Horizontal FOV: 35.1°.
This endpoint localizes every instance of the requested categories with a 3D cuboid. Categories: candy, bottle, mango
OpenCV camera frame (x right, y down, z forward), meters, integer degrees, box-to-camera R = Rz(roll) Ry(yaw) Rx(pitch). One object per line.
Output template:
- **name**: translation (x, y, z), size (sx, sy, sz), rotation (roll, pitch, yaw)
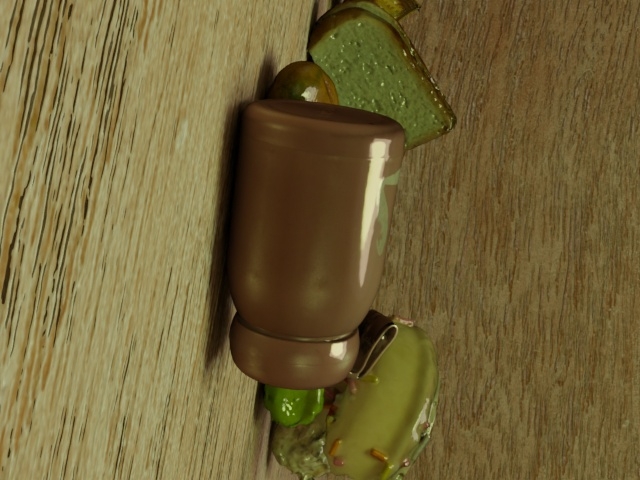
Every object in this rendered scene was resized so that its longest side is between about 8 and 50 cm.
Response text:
- **candy**: translation (-0.041, 0.226, 1.562), size (0.209, 0.096, 0.097), rotation (-104, -158, -87)
- **bottle**: translation (0.001, 0.009, 1.076), size (0.173, 0.206, 0.297), rotation (28, -66, 57)
- **mango**: translation (-0.023, -0.153, 1.193), size (0.165, 0.089, 0.115), rotation (86, 23, -54)

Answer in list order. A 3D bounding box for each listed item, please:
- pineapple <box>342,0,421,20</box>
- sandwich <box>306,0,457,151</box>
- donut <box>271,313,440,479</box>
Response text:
- **pineapple**: translation (0.064, -0.405, 1.762), size (0.164, 0.140, 0.250), rotation (-37, -177, 32)
- **sandwich**: translation (0.033, -0.203, 1.540), size (0.254, 0.288, 0.100), rotation (49, 16, -17)
- **donut**: translation (0.058, 0.259, 1.654), size (0.307, 0.150, 0.371), rotation (-62, -165, -16)
